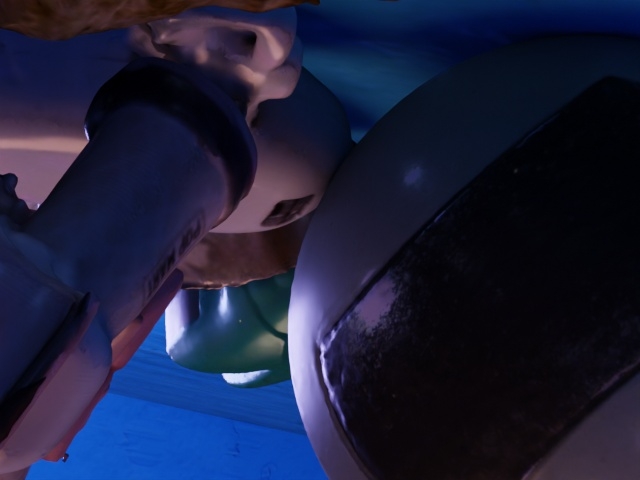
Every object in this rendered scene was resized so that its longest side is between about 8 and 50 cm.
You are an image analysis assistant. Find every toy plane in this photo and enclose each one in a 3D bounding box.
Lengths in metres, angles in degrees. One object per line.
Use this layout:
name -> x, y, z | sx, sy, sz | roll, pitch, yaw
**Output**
toy plane -> -0.110, -0.073, 0.996 | 0.267, 0.122, 0.267 | 3, 152, 2

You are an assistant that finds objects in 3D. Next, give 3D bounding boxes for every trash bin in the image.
trash bin -> 0.169, 0.064, 1.073 | 0.280, 0.280, 0.432 | 5, 171, 23

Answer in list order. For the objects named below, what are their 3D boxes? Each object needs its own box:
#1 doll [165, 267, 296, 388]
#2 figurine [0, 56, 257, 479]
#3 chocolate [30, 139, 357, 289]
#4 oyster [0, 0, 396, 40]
doll -> 0.009, 0.010, 1.336 | 0.258, 0.153, 0.195 | -11, 145, 14
figurine -> -0.221, -0.045, 0.825 | 0.361, 0.253, 0.211 | 38, 176, 12
chocolate -> -0.101, -0.044, 1.190 | 0.254, 0.080, 0.157 | 5, -154, 29
oyster -> 0.016, -0.123, 0.686 | 0.396, 0.111, 0.204 | -6, 164, 43
